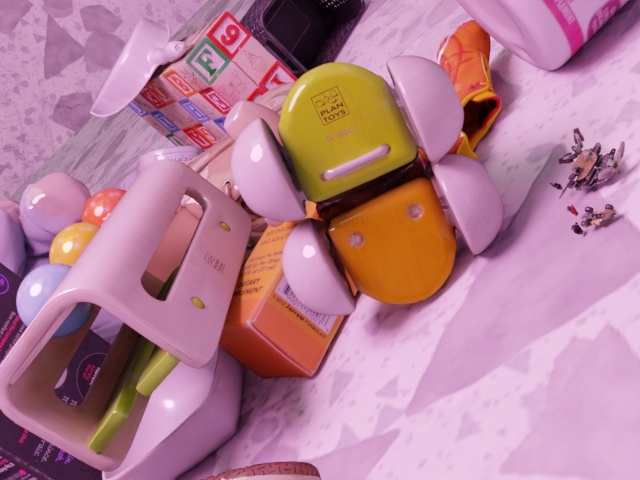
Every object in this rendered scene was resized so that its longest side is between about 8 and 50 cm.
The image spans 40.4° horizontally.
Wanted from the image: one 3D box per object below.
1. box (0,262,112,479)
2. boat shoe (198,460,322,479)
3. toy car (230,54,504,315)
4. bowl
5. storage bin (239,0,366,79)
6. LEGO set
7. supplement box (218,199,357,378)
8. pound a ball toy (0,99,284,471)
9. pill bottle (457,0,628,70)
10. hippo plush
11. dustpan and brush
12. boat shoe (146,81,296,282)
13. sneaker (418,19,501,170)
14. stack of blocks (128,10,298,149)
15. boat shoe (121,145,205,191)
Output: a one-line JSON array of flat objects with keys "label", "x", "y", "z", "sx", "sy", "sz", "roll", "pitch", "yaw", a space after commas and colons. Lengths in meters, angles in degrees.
[{"label": "box", "x": -0.325, "y": 0.140, "z": 0.834, "sx": 0.143, "sy": 0.270, "sz": 0.165, "roll": -31, "pitch": 28, "yaw": 35}, {"label": "boat shoe", "x": -0.094, "y": 0.225, "z": 0.556, "sx": 0.257, "sy": 0.095, "sz": 0.095, "roll": -33, "pitch": 61, "yaw": 27}, {"label": "toy car", "x": 0.033, "y": -0.047, "z": 0.631, "sx": 0.159, "sy": 0.182, "sz": 0.136, "roll": -24, "pitch": 20, "yaw": 8}, {"label": "bowl", "x": -0.117, "y": 0.143, "z": 0.744, "sx": 0.142, "sy": 0.053, "sz": 0.142, "roll": -39, "pitch": 24, "yaw": 19}, {"label": "storage bin", "x": -0.030, "y": -0.309, "z": 1.231, "sx": 0.084, "sy": 0.122, "sz": 0.180, "roll": -18, "pitch": 37, "yaw": 51}, {"label": "LEGO set", "x": 0.176, "y": -0.038, "z": 0.563, "sx": 0.054, "sy": 0.023, "sz": 0.083, "roll": -19, "pitch": 49, "yaw": 53}, {"label": "supplement box", "x": 0.000, "y": 0.000, "z": 0.735, "sx": 0.078, "sy": 0.080, "sz": 0.233, "roll": -15, "pitch": 37, "yaw": 53}, {"label": "pound a ball toy", "x": -0.130, "y": -0.003, "z": 0.709, "sx": 0.208, "sy": 0.136, "sz": 0.319, "roll": -49, "pitch": 14, "yaw": 20}, {"label": "pill bottle", "x": 0.230, "y": -0.287, "z": 0.682, "sx": 0.283, "sy": 0.160, "sz": 0.160, "roll": -45, "pitch": 23, "yaw": 7}, {"label": "hippo plush", "x": -0.321, "y": 0.060, "z": 1.124, "sx": 0.236, "sy": 0.235, "sz": 0.294, "roll": -142, "pitch": 51, "yaw": -85}, {"label": "dustpan and brush", "x": -0.219, "y": -0.228, "z": 1.092, "sx": 0.147, "sy": 0.060, "sz": 0.211, "roll": -66, "pitch": 19, "yaw": -14}, {"label": "boat shoe", "x": -0.091, "y": -0.047, "z": 0.917, "sx": 0.341, "sy": 0.122, "sz": 0.110, "roll": -54, "pitch": 22, "yaw": -17}, {"label": "sneaker", "x": 0.130, "y": -0.125, "z": 0.750, "sx": 0.068, "sy": 0.064, "sz": 0.175, "roll": -7, "pitch": 50, "yaw": 33}, {"label": "stack of blocks", "x": -0.142, "y": -0.186, "z": 1.170, "sx": 0.087, "sy": 0.171, "sz": 0.297, "roll": -55, "pitch": 23, "yaw": -16}, {"label": "boat shoe", "x": -0.194, "y": -0.041, "z": 1.091, "sx": 0.302, "sy": 0.109, "sz": 0.094, "roll": 147, "pitch": 119, "yaw": -76}]
